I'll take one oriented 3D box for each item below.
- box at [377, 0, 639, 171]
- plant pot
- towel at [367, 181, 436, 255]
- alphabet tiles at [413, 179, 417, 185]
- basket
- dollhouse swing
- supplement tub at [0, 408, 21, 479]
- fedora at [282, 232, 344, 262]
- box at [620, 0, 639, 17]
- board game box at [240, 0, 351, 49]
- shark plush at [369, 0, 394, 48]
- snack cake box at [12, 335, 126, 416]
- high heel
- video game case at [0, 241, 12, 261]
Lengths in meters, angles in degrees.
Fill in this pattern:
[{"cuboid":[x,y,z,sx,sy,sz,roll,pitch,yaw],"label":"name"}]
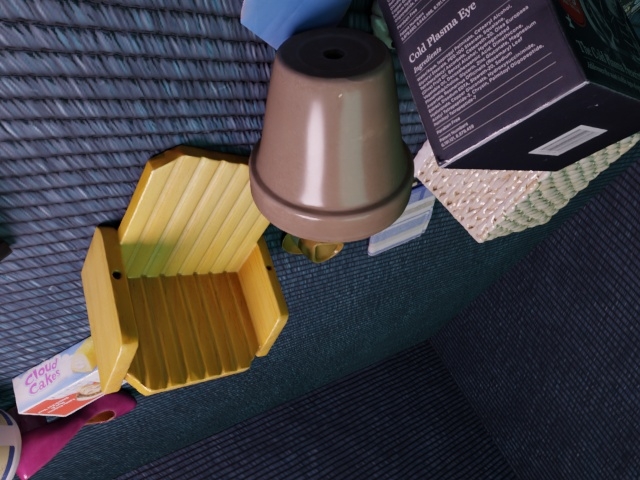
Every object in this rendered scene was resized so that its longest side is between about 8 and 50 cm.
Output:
[{"cuboid":[0.269,-0.271,0.587,0.343,0.313,0.179,-8,165,-40],"label":"box"},{"cuboid":[0.016,-0.167,0.639,0.263,0.263,0.229,-22,142,-17],"label":"plant pot"},{"cuboid":[0.236,-0.066,1.277,0.209,0.034,0.285,-23,151,-12],"label":"towel"},{"cuboid":[0.012,-0.120,0.753,0.237,0.198,0.009,-22,144,-17],"label":"alphabet tiles"},{"cuboid":[0.453,-0.204,1.000,0.331,0.266,0.328,-12,148,-36],"label":"basket"},{"cuboid":[-0.186,0.059,0.793,0.346,0.315,0.305,2,150,-48],"label":"dollhouse swing"},{"cuboid":[-0.786,0.427,0.843,0.228,0.228,0.316,-29,154,-5],"label":"supplement tub"},{"cuboid":[0.000,0.000,1.089,0.194,0.079,0.194,-24,153,-13],"label":"fedora"},{"cuboid":[0.601,-0.527,0.814,0.270,0.060,0.216,-41,152,20],"label":"box"},{"cuboid":[-0.031,-0.311,0.556,0.133,0.033,0.168,-39,163,21],"label":"board game box"},{"cuboid":[0.139,-0.332,0.682,0.161,0.073,0.067,-9,117,-30],"label":"shark plush"},{"cuboid":[-0.552,0.313,1.048,0.264,0.089,0.152,-29,156,-3],"label":"snack cake box"},{"cuboid":[-0.659,0.530,1.211,0.127,0.181,0.377,-41,152,20],"label":"high heel"},{"cuboid":[-0.575,0.109,0.582,0.274,0.196,0.026,-30,112,-1],"label":"video game case"}]
